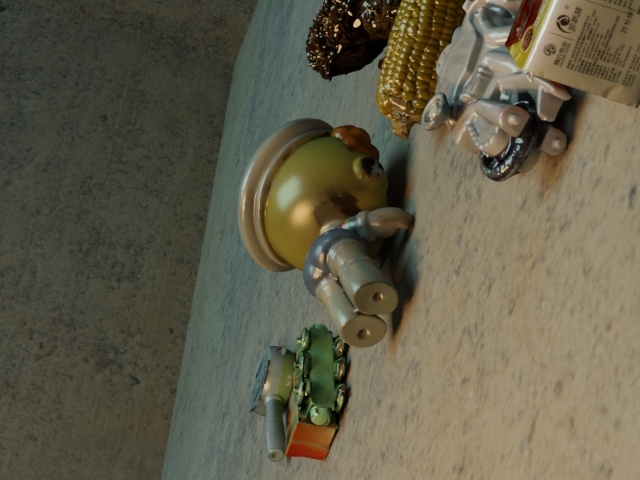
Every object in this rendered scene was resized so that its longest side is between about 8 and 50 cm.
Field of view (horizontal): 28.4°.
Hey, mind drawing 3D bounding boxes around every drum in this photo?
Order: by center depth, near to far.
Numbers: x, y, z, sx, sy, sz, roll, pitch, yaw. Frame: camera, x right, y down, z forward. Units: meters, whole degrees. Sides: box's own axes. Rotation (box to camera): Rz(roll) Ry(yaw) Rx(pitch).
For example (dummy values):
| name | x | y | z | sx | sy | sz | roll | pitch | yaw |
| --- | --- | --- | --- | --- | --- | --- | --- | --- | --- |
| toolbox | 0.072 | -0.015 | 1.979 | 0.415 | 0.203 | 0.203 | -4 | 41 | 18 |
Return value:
| name | x | y | z | sx | sy | sz | roll | pitch | yaw |
| --- | --- | --- | --- | --- | --- | --- | --- | --- | --- |
| drum | -0.081 | 0.276 | 2.014 | 0.253 | 0.049 | 0.130 | -87 | 17 | -48 |

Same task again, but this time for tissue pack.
| name | x | y | z | sx | sy | sz | roll | pitch | yaw |
| --- | --- | --- | --- | --- | --- | --- | --- | --- | --- |
| tissue pack | 0.225 | -0.199 | 1.005 | 0.099 | 0.106 | 0.149 | -97 | 26 | -65 |

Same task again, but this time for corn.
| name | x | y | z | sx | sy | sz | roll | pitch | yaw |
| --- | --- | --- | --- | --- | --- | --- | --- | --- | --- |
| corn | 0.131 | -0.251 | 1.571 | 0.097 | 0.097 | 0.262 | 159 | 127 | -76 |

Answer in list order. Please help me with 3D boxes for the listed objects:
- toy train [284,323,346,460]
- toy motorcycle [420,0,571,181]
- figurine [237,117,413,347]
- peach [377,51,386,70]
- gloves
| name | x | y | z | sx | sy | sz | roll | pitch | yaw |
| --- | --- | --- | --- | --- | --- | --- | --- | --- | --- |
| toy train | -0.010 | 0.200 | 1.721 | 0.176 | 0.074 | 0.118 | -92 | 17 | -51 |
| toy motorcycle | 0.179 | -0.167 | 1.220 | 0.171 | 0.110 | 0.260 | -57 | 22 | 22 |
| figurine | 0.008 | -0.026 | 1.627 | 0.382 | 0.205 | 0.225 | -131 | 51 | -67 |
| peach | 0.109 | -0.247 | 1.777 | 0.077 | 0.050 | 0.083 | -48 | 13 | -29 |
| gloves | 0.084 | -0.363 | 1.774 | 0.210 | 0.135 | 0.312 | -39 | -29 | -82 |
